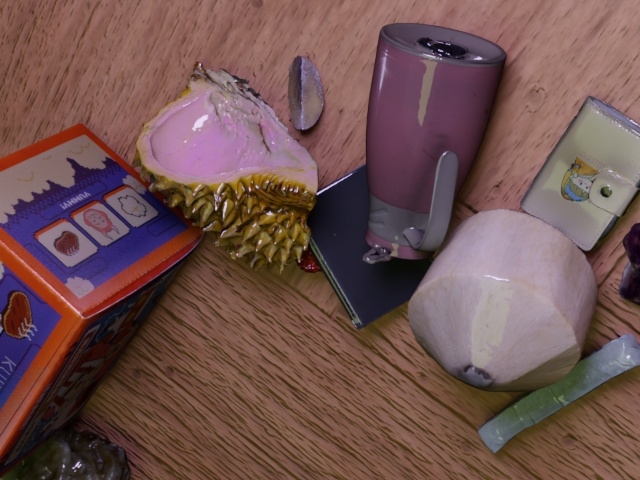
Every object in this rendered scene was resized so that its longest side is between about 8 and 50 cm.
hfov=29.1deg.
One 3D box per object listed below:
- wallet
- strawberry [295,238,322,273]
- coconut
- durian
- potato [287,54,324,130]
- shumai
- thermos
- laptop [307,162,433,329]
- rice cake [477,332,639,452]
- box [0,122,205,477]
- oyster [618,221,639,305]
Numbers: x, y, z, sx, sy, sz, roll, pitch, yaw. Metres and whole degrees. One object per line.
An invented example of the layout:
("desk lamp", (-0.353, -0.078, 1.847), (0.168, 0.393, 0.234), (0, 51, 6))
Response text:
("wallet", (0.316, -0.076, 1.430), (0.110, 0.039, 0.155), (36, 119, 12))
("strawberry", (0.000, 0.000, 1.587), (0.083, 0.073, 0.073), (-26, 96, 20))
("coconut", (0.208, 0.081, 1.418), (0.202, 0.222, 0.202), (18, 139, 17))
("durian", (-0.106, -0.057, 1.552), (0.305, 0.185, 0.195), (36, 152, 34))
("potato", (-0.018, -0.183, 1.549), (0.037, 0.036, 0.093), (0, 91, 62))
("shumai", (-0.422, 0.360, 1.843), (0.256, 0.189, 0.218), (-38, 92, 25))
("thermos", (0.119, -0.102, 1.433), (0.146, 0.176, 0.265), (4, 113, -15))
("laptop", (0.056, 0.005, 1.556), (0.129, 0.016, 0.180), (-30, 96, -5))
("rice cake", (0.297, 0.190, 1.533), (0.245, 0.042, 0.045), (-38, 78, 31))
("box", (-0.386, 0.081, 1.647), (0.257, 0.318, 0.348), (40, 119, 4))
("oyster", (0.467, 0.013, 1.361), (0.275, 0.100, 0.271), (4, 125, 18))
